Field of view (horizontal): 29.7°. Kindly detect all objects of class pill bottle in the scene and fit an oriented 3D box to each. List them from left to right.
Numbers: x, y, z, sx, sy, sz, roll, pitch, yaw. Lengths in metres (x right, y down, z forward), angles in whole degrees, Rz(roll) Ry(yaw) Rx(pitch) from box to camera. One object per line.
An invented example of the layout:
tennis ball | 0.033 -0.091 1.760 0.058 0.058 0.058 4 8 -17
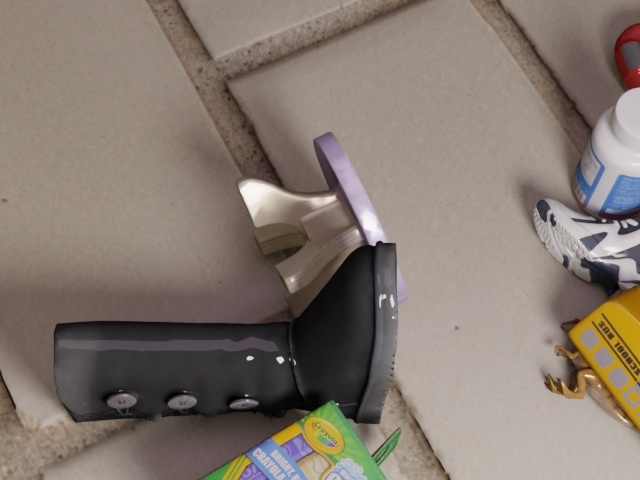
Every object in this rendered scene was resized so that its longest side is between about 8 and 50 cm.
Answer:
pill bottle | 0.462 -0.130 1.820 0.124 0.221 0.124 1 63 -3

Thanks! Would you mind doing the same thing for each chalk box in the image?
chalk box | -0.006 0.344 1.575 0.289 0.180 0.179 -28 67 -15

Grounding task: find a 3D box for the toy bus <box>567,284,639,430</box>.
toy bus | 0.500 0.219 1.672 0.108 0.130 0.333 -16 66 -49

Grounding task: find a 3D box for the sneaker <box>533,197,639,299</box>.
sneaker | 0.447 -0.010 1.830 0.235 0.094 0.153 40 66 16

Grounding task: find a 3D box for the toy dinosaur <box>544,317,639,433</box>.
toy dinosaur | 0.390 0.203 1.734 0.112 0.064 0.211 -17 65 -13

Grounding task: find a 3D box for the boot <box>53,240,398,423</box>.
boot | -0.129 0.129 1.583 0.445 0.367 0.146 4 51 -1

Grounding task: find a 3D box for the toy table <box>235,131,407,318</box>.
toy table | 0.000 0.000 1.733 0.161 0.252 0.274 -25 99 -5

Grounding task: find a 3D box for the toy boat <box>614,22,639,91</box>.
toy boat | 0.603 -0.316 1.963 0.231 0.151 0.151 -8 64 -7
